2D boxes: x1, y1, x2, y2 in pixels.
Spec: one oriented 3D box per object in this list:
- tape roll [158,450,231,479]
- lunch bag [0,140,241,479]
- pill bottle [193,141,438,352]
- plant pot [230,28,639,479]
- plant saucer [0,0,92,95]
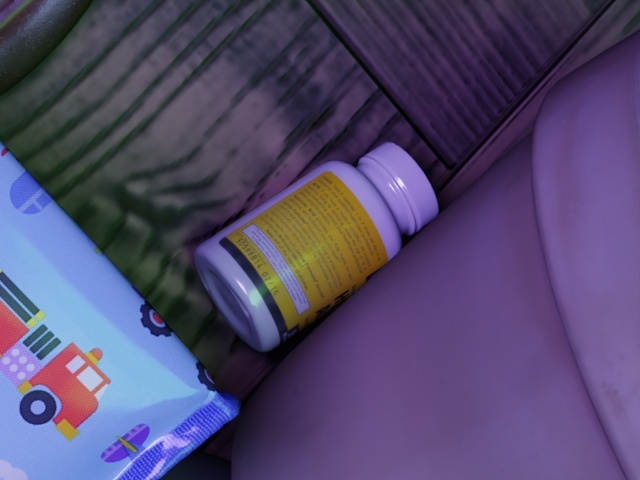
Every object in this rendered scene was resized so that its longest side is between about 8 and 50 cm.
[{"bbox_3d":[-0.083,0.221,1.017,0.219,0.072,0.219,-8,108,-26],"label":"tape roll"},{"bbox_3d":[-0.218,0.081,0.782,0.293,0.138,0.221,-43,98,-9],"label":"lunch bag"},{"bbox_3d":[0.000,0.000,1.003,0.116,0.065,0.065,-34,117,-15],"label":"pill bottle"},{"bbox_3d":[0.121,0.096,0.946,0.280,0.323,0.323,-27,123,27],"label":"plant pot"},{"bbox_3d":[-0.210,-0.184,0.853,0.310,0.050,0.311,-8,109,-26],"label":"plant saucer"}]
